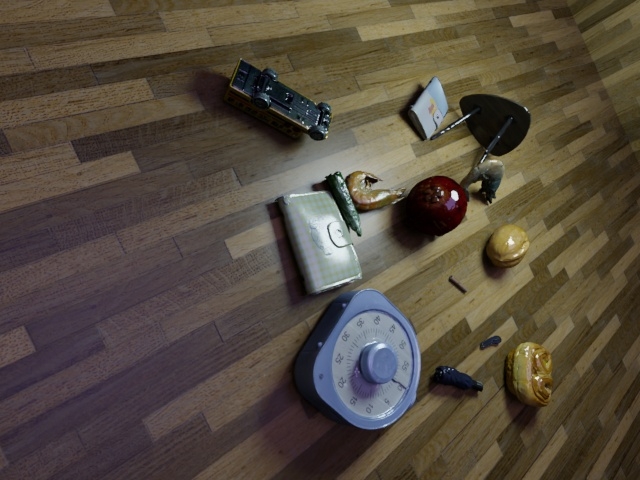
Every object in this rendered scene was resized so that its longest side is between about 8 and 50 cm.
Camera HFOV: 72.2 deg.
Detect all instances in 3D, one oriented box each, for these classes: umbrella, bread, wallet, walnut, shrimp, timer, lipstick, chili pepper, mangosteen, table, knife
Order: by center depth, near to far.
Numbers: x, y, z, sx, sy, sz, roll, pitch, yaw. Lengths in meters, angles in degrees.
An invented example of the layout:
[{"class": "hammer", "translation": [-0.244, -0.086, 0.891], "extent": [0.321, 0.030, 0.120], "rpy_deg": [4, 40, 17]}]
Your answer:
[{"class": "timer", "translation": [0.144, 0.365, 1.293], "extent": [0.394, 0.173, 0.395], "rpy_deg": [9, 72, -30]}, {"class": "wallet", "translation": [0.000, 0.000, 1.363], "extent": [0.223, 0.077, 0.310], "rpy_deg": [-13, 82, -33]}, {"class": "chili pepper", "translation": [0.085, -0.114, 1.435], "extent": [0.059, 0.088, 0.227], "rpy_deg": [-24, 91, 1]}, {"class": "shrimp", "translation": [0.191, -0.173, 1.530], "extent": [0.248, 0.068, 0.150], "rpy_deg": [1, 72, -27]}, {"class": "umbrella", "translation": [0.492, 0.488, 1.545], "extent": [0.248, 0.071, 0.071], "rpy_deg": [20, 67, -30]}, {"class": "mangosteen", "translation": [0.425, -0.110, 1.589], "extent": [0.257, 0.215, 0.215], "rpy_deg": [45, 51, -56]}, {"class": "lipstick", "translation": [0.527, 0.166, 1.672], "extent": [0.094, 0.019, 0.019], "rpy_deg": [38, 61, -18]}, {"class": "knife", "translation": [0.657, 0.394, 1.695], "extent": [0.121, 0.018, 0.031], "rpy_deg": [-11, 82, -32]}, {"class": "bread", "translation": [0.810, 0.515, 1.696], "extent": [0.198, 0.120, 0.236], "rpy_deg": [22, 66, -27]}, {"class": "table", "translation": [0.644, -0.405, 1.759], "extent": [0.249, 0.317, 0.317], "rpy_deg": [-45, 103, -17]}, {"class": "shrimp", "translation": [0.645, -0.220, 1.767], "extent": [0.178, 0.289, 0.075], "rpy_deg": [-17, 67, 5]}, {"class": "wallet", "translation": [0.435, -0.527, 1.768], "extent": [0.231, 0.069, 0.170], "rpy_deg": [-54, 124, -27]}, {"class": "walnut", "translation": [0.757, 0.024, 1.774], "extent": [0.206, 0.159, 0.159], "rpy_deg": [-42, 101, -37]}]

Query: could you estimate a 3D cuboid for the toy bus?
[{"class": "toy bus", "translation": [-0.125, -0.417, 1.359], "extent": [0.335, 0.123, 0.121], "rpy_deg": [24, 65, -25]}]
